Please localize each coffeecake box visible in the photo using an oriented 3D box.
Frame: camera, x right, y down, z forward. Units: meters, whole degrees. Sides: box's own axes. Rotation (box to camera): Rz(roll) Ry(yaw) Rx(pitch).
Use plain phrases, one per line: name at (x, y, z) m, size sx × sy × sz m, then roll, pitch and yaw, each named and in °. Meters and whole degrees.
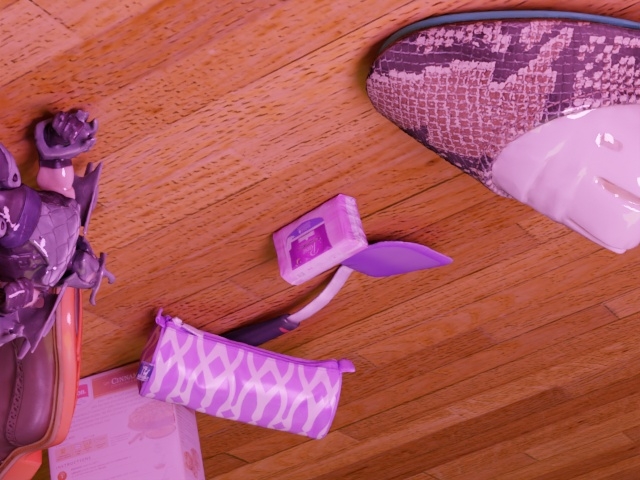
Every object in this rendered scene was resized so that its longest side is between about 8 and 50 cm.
coffeecake box at (-0.197, 0.226, 1.415) m, size 0.142 × 0.186 × 0.068 m, roll -18°, pitch 151°, yaw 10°

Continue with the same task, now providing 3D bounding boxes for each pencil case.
pencil case at (-0.078, 0.130, 1.354) m, size 0.206 × 0.086 × 0.088 m, roll 17°, pitch 104°, yaw -16°

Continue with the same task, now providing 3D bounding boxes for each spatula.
spatula at (-0.011, 0.060, 1.351) m, size 0.296 × 0.030 × 0.084 m, roll -30°, pitch 146°, yaw 30°

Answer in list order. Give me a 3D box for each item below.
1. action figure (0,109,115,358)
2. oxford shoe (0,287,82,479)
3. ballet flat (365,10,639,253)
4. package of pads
action figure at (-0.227, -0.028, 0.969) m, size 0.099 × 0.185 × 0.285 m, roll -9°, pitch 148°, yaw 26°
oxford shoe at (-0.301, 0.131, 1.271) m, size 0.132 × 0.130 × 0.364 m, roll 9°, pitch 145°, yaw -20°
ballet flat at (0.277, -0.073, 1.064) m, size 0.482 × 0.182 × 0.164 m, roll 0°, pitch 150°, yaw -21°
package of pads at (0.000, 0.000, 1.225) m, size 0.083 × 0.050 × 0.032 m, roll -30°, pitch 147°, yaw 28°
